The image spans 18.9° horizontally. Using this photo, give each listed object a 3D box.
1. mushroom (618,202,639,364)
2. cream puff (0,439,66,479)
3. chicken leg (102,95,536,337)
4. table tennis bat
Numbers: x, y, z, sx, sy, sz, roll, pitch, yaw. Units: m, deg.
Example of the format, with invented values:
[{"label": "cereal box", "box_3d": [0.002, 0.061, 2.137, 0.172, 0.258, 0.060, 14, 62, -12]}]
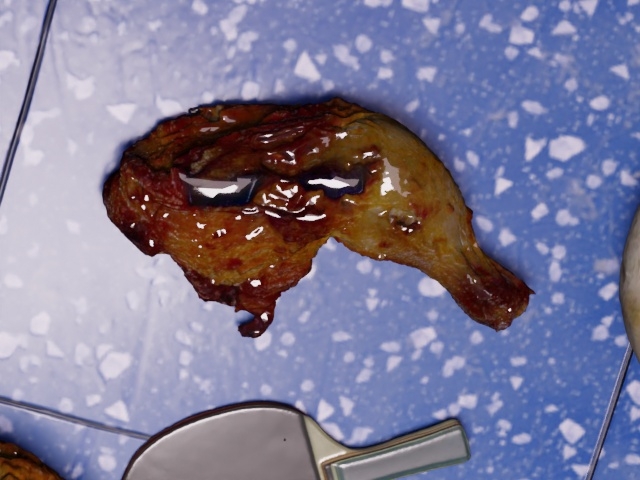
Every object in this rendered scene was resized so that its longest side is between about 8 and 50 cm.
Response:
[{"label": "mushroom", "box_3d": [0.318, 0.043, 1.402, 0.189, 0.195, 0.253, -20, 100, -2]}, {"label": "cream puff", "box_3d": [-0.260, 0.298, 1.339, 0.303, 0.212, 0.303, -3, 105, -12]}, {"label": "chicken leg", "box_3d": [0.003, -0.012, 1.401, 0.323, 0.083, 0.177, -2, 110, -8]}, {"label": "table tennis bat", "box_3d": [-0.020, 0.188, 1.459, 0.274, 0.021, 0.154, -16, 103, -5]}]
